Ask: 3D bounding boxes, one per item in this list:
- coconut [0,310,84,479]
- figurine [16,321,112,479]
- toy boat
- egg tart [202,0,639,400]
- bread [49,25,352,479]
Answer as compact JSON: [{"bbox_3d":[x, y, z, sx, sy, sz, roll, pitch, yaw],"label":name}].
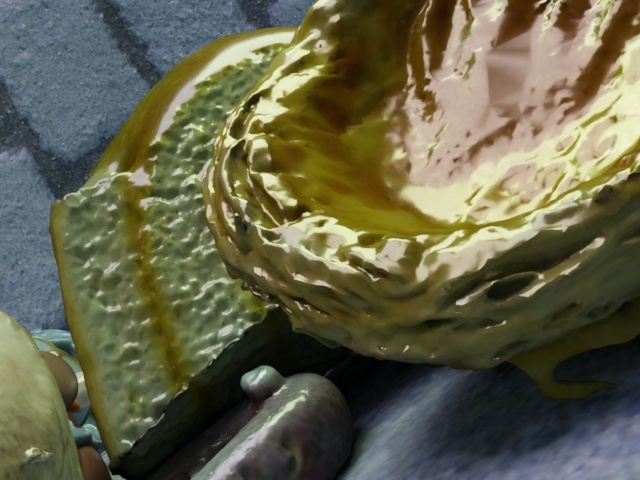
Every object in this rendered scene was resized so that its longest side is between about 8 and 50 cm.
[{"bbox_3d":[-0.334,0.190,0.649,0.352,0.352,0.352,-34,6,4],"label":"coconut"},{"bbox_3d":[-0.336,0.200,1.003,0.277,0.248,0.388,-4,-10,-5],"label":"figurine"},{"bbox_3d":[-0.081,0.167,0.678,0.227,0.085,0.155,-36,5,-9],"label":"toy boat"},{"bbox_3d":[0.114,-0.062,0.628,0.388,0.169,0.388,-15,47,17],"label":"egg tart"},{"bbox_3d":[-0.081,-0.003,0.850,0.395,0.264,0.239,-38,-19,-19],"label":"bread"}]
